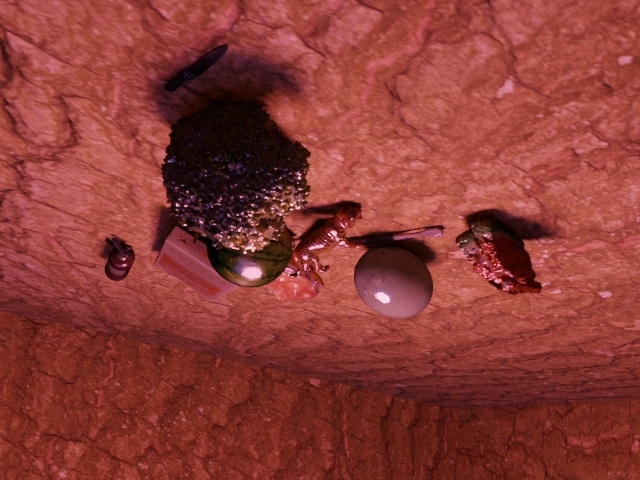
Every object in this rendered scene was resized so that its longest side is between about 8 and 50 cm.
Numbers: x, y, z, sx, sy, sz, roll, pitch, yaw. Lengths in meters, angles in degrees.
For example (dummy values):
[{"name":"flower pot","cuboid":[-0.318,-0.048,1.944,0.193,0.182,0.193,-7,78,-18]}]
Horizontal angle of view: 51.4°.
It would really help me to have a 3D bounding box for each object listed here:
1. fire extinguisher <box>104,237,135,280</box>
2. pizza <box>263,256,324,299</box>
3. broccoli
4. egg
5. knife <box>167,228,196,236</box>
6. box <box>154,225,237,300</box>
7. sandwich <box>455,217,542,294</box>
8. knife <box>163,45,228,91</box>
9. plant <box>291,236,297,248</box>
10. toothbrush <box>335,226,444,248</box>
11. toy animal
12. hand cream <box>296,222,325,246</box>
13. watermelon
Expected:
[{"name":"fire extinguisher","cuboid":[-0.584,0.049,1.906,0.099,0.071,0.231,40,153,-5]},{"name":"pizza","cuboid":[-0.127,0.078,1.778,0.306,0.085,0.161,21,140,-26]},{"name":"broccoli","cuboid":[-0.146,-0.102,1.125,0.288,0.235,0.260,39,175,31]},{"name":"egg","cuboid":[0.176,0.100,1.603,0.169,0.169,0.237,-11,149,41]},{"name":"knife","cuboid":[-0.251,-0.029,1.624,0.343,0.027,0.061,-5,152,30]},{"name":"box","cuboid":[-0.324,0.069,1.732,0.205,0.051,0.365,34,162,-9]},{"name":"sandwich","cuboid":[0.372,0.045,1.410,0.109,0.159,0.185,-30,150,30]},{"name":"knife","cuboid":[-0.189,-0.259,1.010,0.023,0.010,0.170,24,153,-36]},{"name":"plant","cuboid":[-0.106,0.037,1.623,0.105,0.121,0.116,-4,152,1]},{"name":"toothbrush","cuboid":[0.154,-0.005,1.546,0.288,0.024,0.026,-8,168,34]},{"name":"toy animal","cuboid":[0.009,0.006,1.466,0.241,0.056,0.099,-36,126,22]},{"name":"hand cream","cuboid":[0.000,0.000,1.580,0.087,0.054,0.186,-1,168,-15]},{"name":"watermelon","cuboid":[-0.169,0.007,1.461,0.215,0.187,0.188,13,159,-11]}]
